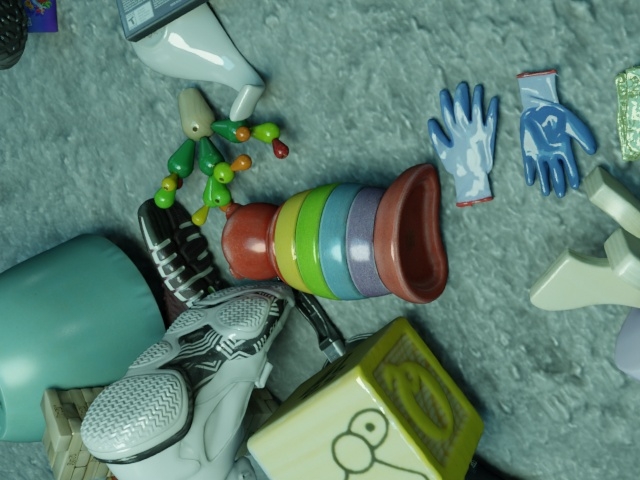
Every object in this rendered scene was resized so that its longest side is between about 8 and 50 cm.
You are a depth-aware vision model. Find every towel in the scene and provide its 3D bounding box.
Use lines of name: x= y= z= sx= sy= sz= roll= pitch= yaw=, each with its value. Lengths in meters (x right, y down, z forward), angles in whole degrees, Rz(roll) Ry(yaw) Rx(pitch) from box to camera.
towel: x=0.408 y=-0.146 z=0.878 sx=0.148 sy=0.027 sz=0.110 roll=-2 pitch=102 yaw=26

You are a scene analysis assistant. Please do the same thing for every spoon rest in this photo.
spoon rest: x=-0.173 y=-0.263 z=1.099 sx=0.276 sy=0.084 sz=0.137 roll=44 pitch=117 yaw=23

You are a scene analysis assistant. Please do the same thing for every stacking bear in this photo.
stacking bear: x=0.000 y=0.000 z=1.040 sx=0.288 sy=0.164 sz=0.176 roll=-1 pitch=103 yaw=30

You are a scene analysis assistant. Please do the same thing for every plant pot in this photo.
plant pot: x=-0.408 y=0.164 z=1.176 sx=0.293 sy=0.235 sz=0.293 roll=20 pitch=121 yaw=37

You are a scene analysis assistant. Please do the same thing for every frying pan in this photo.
frying pan: x=0.062 y=0.170 z=1.115 sx=0.197 sy=0.053 sz=0.326 roll=-16 pitch=99 yaw=26

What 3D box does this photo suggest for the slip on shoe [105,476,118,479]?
slip on shoe: x=-0.225 y=0.477 z=1.298 sx=0.331 sy=0.101 sz=0.123 roll=29 pitch=112 yaw=14

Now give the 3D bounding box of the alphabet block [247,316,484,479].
alphabet block: x=0.062 y=0.245 z=1.000 sx=0.197 sy=0.193 sz=0.192 roll=-37 pitch=91 yaw=27

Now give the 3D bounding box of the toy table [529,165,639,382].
toy table: x=0.366 y=0.009 z=0.837 sx=0.160 sy=0.252 sz=0.274 roll=33 pitch=106 yaw=-5

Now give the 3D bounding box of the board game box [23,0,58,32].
board game box: x=-0.575 y=-0.449 z=1.223 sx=0.346 sy=0.078 sz=0.234 roll=9 pitch=107 yaw=23

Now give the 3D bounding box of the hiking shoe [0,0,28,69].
hiking shoe: x=-0.499 y=-0.344 z=1.136 sx=0.114 sy=0.086 sz=0.227 roll=-21 pitch=89 yaw=41

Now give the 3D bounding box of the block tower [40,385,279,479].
block tower: x=-0.227 y=0.264 z=1.126 sx=0.091 sy=0.335 sz=0.097 roll=47 pitch=123 yaw=44

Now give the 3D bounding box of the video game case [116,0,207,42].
video game case: x=-0.217 y=-0.433 z=1.057 sx=0.196 sy=0.026 sz=0.274 roll=-20 pitch=80 yaw=28

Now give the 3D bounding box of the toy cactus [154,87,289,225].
toy cactus: x=-0.151 y=-0.132 z=1.115 sx=0.219 sy=0.112 sz=0.181 roll=-31 pitch=71 yaw=31

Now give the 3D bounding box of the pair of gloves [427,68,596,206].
pair of gloves: x=0.233 y=-0.124 z=0.969 sx=0.198 sy=0.023 sz=0.159 roll=-7 pitch=102 yaw=27

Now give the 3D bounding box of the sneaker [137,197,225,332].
sneaker: x=-0.230 y=0.087 z=1.194 sx=0.162 sy=0.106 sz=0.282 roll=-29 pitch=91 yaw=31

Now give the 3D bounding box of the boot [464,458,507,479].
boot: x=0.221 y=0.426 z=1.078 sx=0.207 sy=0.094 sz=0.247 roll=26 pitch=107 yaw=21

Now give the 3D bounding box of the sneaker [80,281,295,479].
sneaker: x=-0.139 y=0.215 z=1.043 sx=0.137 sy=0.366 sz=0.210 roll=1 pitch=119 yaw=36
